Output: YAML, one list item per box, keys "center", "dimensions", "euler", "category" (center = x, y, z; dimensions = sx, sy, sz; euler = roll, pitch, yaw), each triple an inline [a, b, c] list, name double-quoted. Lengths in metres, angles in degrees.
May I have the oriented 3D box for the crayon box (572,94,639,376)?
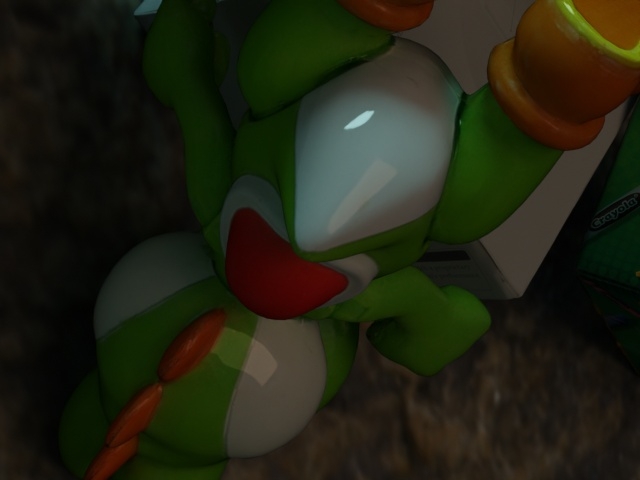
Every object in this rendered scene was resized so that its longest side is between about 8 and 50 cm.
- center: [0.244, -0.007, 1.172]
  dimensions: [0.165, 0.081, 0.278]
  euler: [-67, 157, -10]
  category: "crayon box"

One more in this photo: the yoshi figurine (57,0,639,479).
- center: [0.001, -0.016, 0.905]
  dimensions: [0.203, 0.362, 0.203]
  euler: [11, 40, -40]
  category: "yoshi figurine"

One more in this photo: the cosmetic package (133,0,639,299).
- center: [0.054, -0.122, 1.051]
  dimensions: [0.224, 0.138, 0.224]
  euler: [54, 54, -30]
  category: "cosmetic package"
